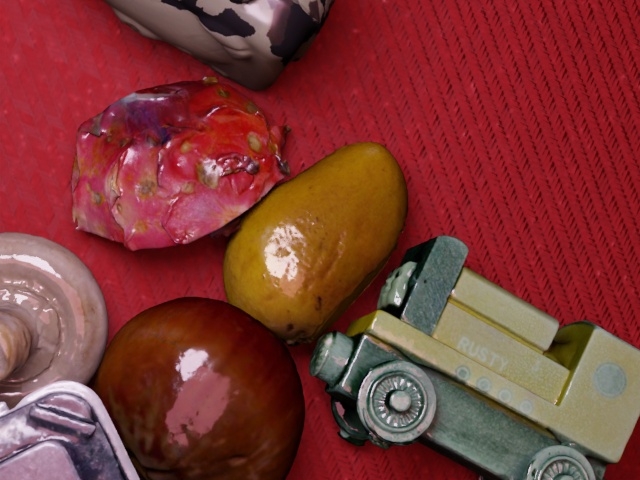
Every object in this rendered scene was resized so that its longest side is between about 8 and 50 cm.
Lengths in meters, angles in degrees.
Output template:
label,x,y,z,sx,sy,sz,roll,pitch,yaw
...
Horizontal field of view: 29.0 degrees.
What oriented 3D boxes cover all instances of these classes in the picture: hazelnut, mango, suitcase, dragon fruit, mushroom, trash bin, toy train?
label,x,y,z,sx,sy,sz,roll,pitch,yaw
hazelnut,-0.124,0.187,1.334,0.217,0.217,0.251,-31,116,-10
mango,0.000,0.000,1.413,0.262,0.130,0.167,-43,94,-14
suitcase,-0.148,-0.314,1.299,0.351,0.339,0.194,32,82,-7
dragon fruit,-0.150,-0.086,1.360,0.274,0.161,0.126,-22,134,-9
mushroom,-0.339,0.085,1.325,0.206,0.209,0.206,-4,68,9
trash bin,-0.312,0.299,1.223,0.296,0.367,0.256,-27,90,-11
toy train,0.190,0.167,1.423,0.397,0.160,0.253,29,76,-8
